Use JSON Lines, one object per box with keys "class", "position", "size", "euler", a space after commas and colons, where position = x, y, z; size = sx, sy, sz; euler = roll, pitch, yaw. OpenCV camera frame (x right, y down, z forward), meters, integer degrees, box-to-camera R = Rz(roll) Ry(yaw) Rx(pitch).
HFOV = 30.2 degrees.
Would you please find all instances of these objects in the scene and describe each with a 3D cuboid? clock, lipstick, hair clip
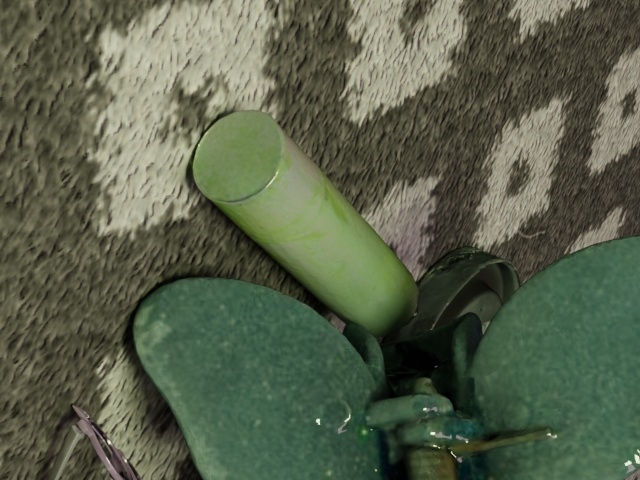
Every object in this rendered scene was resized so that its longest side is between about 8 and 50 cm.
{"class": "clock", "position": [0.132, 0.115, 1.235], "size": [0.226, 0.049, 0.226], "euler": [-35, 139, -38]}
{"class": "lipstick", "position": [0.000, 0.000, 0.911], "size": [0.076, 0.076, 0.304], "euler": [-59, 150, -7]}
{"class": "hair clip", "position": [0.084, 0.190, 0.878], "size": [0.238, 0.391, 0.319], "euler": [79, 4, -72]}

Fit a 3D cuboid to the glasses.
{"class": "glasses", "position": [-0.178, 0.188, 0.834], "size": [0.103, 0.062, 0.140], "euler": [-33, 144, -6]}
